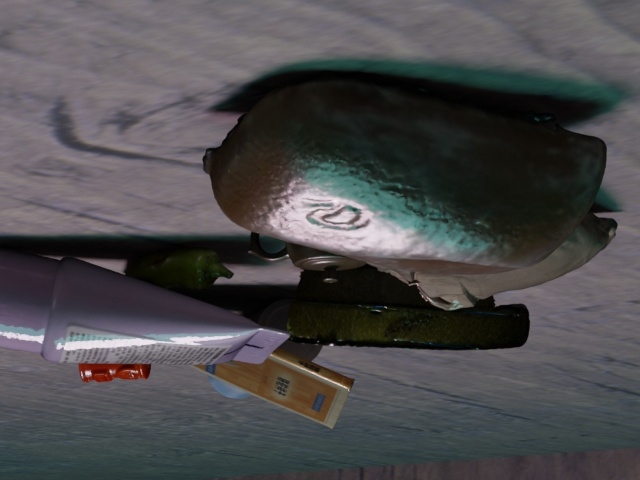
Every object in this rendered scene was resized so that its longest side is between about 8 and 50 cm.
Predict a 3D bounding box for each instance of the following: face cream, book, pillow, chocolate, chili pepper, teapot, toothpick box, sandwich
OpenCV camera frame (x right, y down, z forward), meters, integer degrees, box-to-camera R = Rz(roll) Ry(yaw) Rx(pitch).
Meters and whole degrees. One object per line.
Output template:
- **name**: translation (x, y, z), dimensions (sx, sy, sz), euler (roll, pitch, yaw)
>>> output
- **face cream**: translation (-0.172, 0.075, 1.667), dimensions (0.273, 0.096, 0.154), euler (12, 161, -10)
- **book**: translation (-0.086, 0.125, 1.917), dimensions (0.241, 0.018, 0.170), euler (23, 160, 3)
- **pillow**: translation (0.135, -0.004, 1.443), dimensions (0.173, 0.067, 0.270), euler (-22, 162, 13)
- **chocolate**: translation (0.061, -0.026, 1.219), dimensions (0.261, 0.083, 0.161), euler (10, 150, -20)
- **chili pepper**: translation (-0.153, 0.032, 1.706), dimensions (0.049, 0.043, 0.208), euler (-23, -173, -32)
- **teapot**: translation (0.000, 0.000, 1.478), dimensions (0.121, 0.068, 0.076), euler (-3, 168, 10)
- **toothpick box**: translation (-0.248, 0.148, 2.213), dimensions (0.083, 0.047, 0.047), euler (-3, 168, 10)
- **face cream**: translation (-0.065, 0.123, 2.036), dimensions (0.077, 0.077, 0.250), euler (3, 166, -15)
- **sandwich**: translation (0.090, 0.067, 1.809), dimensions (0.235, 0.079, 0.159), euler (2, 179, 6)
